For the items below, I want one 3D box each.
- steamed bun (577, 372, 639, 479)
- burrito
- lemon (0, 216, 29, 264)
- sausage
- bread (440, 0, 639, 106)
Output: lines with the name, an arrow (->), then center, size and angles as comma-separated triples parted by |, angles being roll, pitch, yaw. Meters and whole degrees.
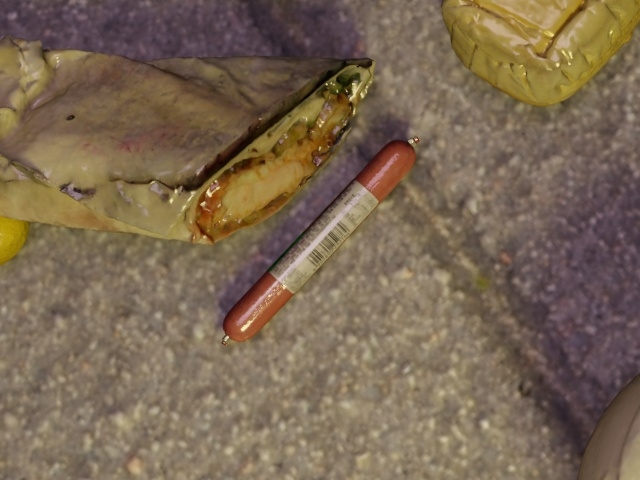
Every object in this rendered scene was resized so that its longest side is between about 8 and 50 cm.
steamed bun -> 0.301, 0.203, 1.121 | 0.283, 0.177, 0.283 | 4, 65, -9
burrito -> -0.137, -0.074, 1.306 | 0.347, 0.107, 0.175 | 3, 61, 8
lemon -> -0.266, -0.010, 1.345 | 0.083, 0.062, 0.062 | -33, 73, 0
sausage -> 0.000, 0.000, 1.309 | 0.029, 0.029, 0.223 | 43, 88, 16
bread -> 0.194, -0.220, 1.283 | 0.140, 0.106, 0.236 | 33, 85, 17
